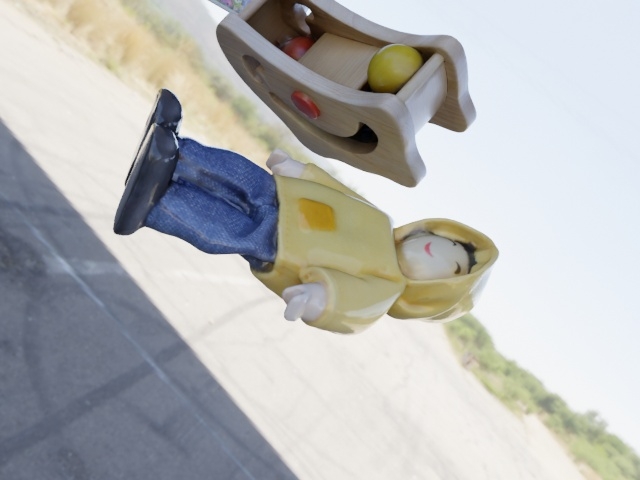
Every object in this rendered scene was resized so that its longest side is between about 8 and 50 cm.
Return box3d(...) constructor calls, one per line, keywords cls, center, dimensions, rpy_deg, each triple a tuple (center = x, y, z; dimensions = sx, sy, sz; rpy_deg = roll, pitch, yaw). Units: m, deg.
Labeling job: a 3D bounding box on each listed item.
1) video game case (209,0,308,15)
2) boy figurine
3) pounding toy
box3d(cls="video game case", center=(-0.059, -0.248, 0.781), dimensions=(0.122, 0.087, 0.011), rpy_deg=(33, 10, 16))
box3d(cls="boy figurine", center=(0.000, 0.000, 0.599), dimensions=(0.285, 0.092, 0.177), rpy_deg=(21, 33, -16))
box3d(cls="pounding toy", center=(0.026, -0.166, 0.698), dimensions=(0.270, 0.155, 0.154), rpy_deg=(27, -20, 50))
